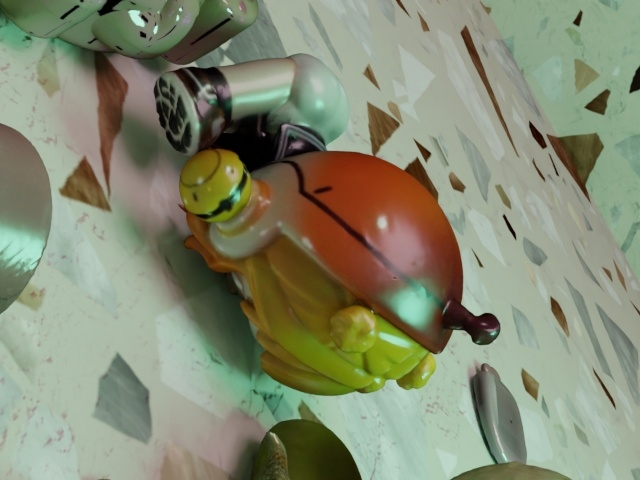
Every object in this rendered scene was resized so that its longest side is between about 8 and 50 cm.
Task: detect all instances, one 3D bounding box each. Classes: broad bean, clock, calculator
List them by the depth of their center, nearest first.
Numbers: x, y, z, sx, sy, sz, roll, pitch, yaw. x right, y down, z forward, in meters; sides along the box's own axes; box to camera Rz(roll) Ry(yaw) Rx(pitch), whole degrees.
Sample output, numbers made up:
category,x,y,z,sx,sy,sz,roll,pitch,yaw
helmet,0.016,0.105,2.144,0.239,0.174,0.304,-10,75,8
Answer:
category,x,y,z,sx,sy,sz,roll,pitch,yaw
broad bean,-0.006,0.217,0.937,0.124,0.082,0.174,43,18,-46
clock,-0.199,-0.286,1.047,0.284,0.114,0.309,64,22,2
calculator,0.225,0.220,1.528,0.103,0.024,0.166,45,28,-37

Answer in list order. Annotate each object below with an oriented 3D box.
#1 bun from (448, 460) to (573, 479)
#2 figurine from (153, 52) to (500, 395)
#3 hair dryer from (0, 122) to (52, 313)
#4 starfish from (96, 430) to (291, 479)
category,x,y,z,sx,sy,sz,roll,pitch,yaw
bun,0.163,0.343,0.892,0.361,0.213,0.361,-7,90,-79
figurine,0.003,-0.004,1.050,0.323,0.196,0.320,61,12,25
hair dryer,-0.226,0.075,0.558,0.210,0.125,0.352,25,49,-57
starfish,-0.056,0.214,0.802,0.217,0.050,0.223,27,43,-12
